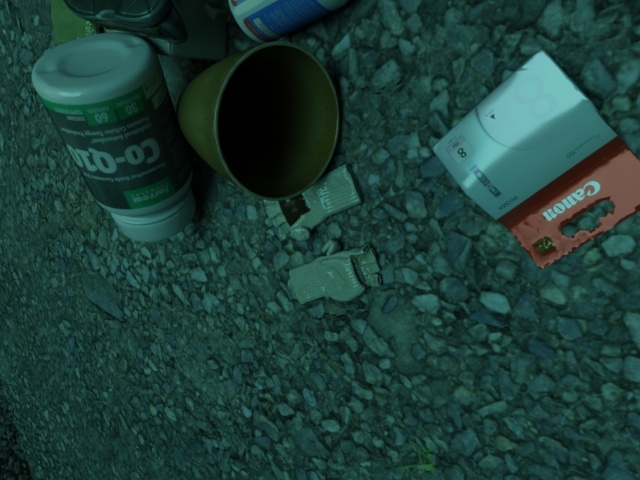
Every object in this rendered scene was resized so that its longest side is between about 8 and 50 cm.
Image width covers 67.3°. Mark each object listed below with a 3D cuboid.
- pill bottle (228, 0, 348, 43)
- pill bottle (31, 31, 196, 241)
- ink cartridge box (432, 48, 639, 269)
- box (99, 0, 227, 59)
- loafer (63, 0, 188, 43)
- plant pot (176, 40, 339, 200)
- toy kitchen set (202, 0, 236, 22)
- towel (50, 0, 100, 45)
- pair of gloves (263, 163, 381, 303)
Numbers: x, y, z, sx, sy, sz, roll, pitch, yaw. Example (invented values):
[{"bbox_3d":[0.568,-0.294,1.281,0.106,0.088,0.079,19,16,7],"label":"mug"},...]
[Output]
[{"bbox_3d":[-0.027,-0.401,0.736,0.221,0.124,0.125,-8,98,36],"label":"pill bottle"},{"bbox_3d":[-0.362,-0.178,0.914,0.204,0.204,0.361,29,147,26],"label":"pill bottle"},{"bbox_3d":[0.291,-0.098,0.637,0.189,0.066,0.232,-42,73,35],"label":"ink cartridge box"},{"bbox_3d":[-0.340,-0.431,0.938,0.310,0.148,0.121,19,114,32],"label":"box"},{"bbox_3d":[-0.331,-0.382,0.805,0.267,0.084,0.096,28,82,29],"label":"loafer"},{"bbox_3d":[-0.137,-0.208,0.826,0.254,0.237,0.237,21,115,46],"label":"plant pot"},{"bbox_3d":[-0.146,-0.422,0.844,0.068,0.075,0.083,44,128,16],"label":"toy kitchen set"},{"bbox_3d":[-0.475,-0.435,0.926,0.148,0.027,0.110,11,109,34],"label":"towel"},{"bbox_3d":[0.000,0.000,0.878,0.204,0.042,0.240,-11,97,37],"label":"pair of gloves"}]
